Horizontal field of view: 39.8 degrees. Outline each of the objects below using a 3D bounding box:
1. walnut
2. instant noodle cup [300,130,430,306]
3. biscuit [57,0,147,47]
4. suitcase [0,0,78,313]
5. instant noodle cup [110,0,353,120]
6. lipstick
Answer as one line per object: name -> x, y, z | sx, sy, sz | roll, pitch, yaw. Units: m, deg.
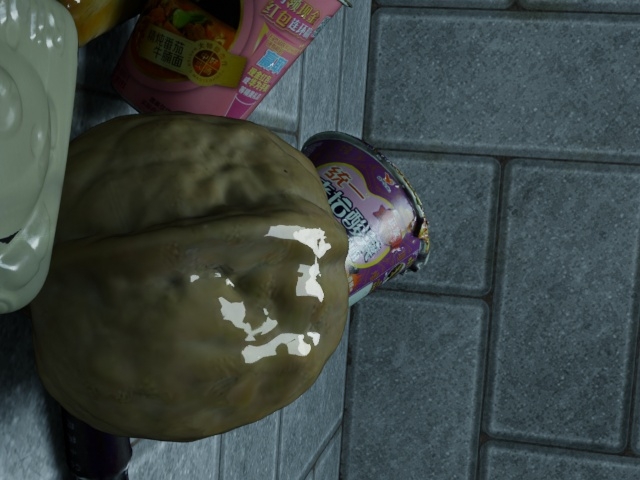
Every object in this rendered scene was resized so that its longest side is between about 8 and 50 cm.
walnut -> -0.141, 0.036, 0.964 | 0.381, 0.381, 0.381 | 5, 90, -79
instant noodle cup -> 0.000, 0.000, 1.670 | 0.266, 0.340, 0.340 | -40, 143, -32
biscuit -> -0.223, -0.342, 0.988 | 0.290, 0.062, 0.237 | -66, -179, -59
suitcase -> -0.296, -0.048, 0.574 | 0.351, 0.194, 0.339 | 16, 81, -78
instant noodle cup -> -0.123, -0.254, 1.087 | 0.255, 0.244, 0.244 | -55, 174, 11
lipstick -> -0.275, 0.279, 1.103 | 0.081, 0.081, 0.299 | -67, 162, -57
